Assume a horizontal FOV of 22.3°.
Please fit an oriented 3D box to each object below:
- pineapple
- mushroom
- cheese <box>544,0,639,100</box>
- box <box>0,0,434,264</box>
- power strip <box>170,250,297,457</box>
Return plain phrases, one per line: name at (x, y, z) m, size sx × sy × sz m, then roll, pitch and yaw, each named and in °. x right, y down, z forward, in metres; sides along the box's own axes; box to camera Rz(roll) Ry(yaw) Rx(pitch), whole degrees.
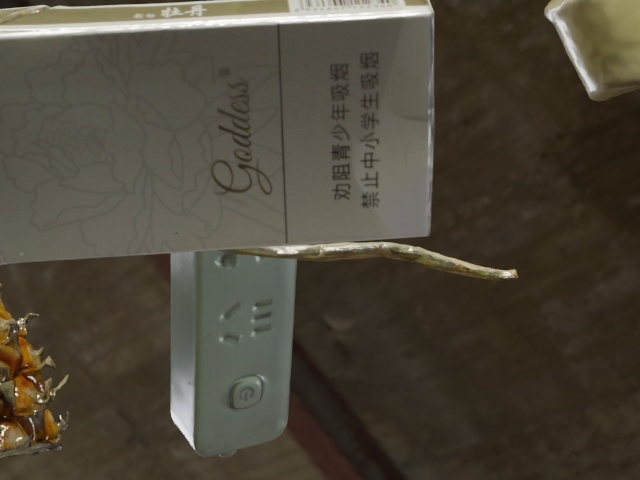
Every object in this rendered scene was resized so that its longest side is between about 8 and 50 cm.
pineapple at (-0.410, 0.098, 1.686) m, size 0.209 × 0.344 × 0.286 m, roll -23°, pitch -103°, yaw 41°
mushroom at (-0.001, 0.005, 1.121) m, size 0.286 × 0.026 × 0.028 m, roll 12°, pitch -54°, yaw -9°
cheese at (0.376, -0.253, 1.422) m, size 0.384 × 0.384 × 0.104 m, roll -20°, pitch -80°, yaw 46°
box at (-0.052, -0.046, 0.672) m, size 0.198 × 0.029 × 0.109 m, roll -3°, pitch -58°, yaw -3°
power strip at (-0.066, 0.017, 1.262) m, size 0.062 × 0.091 × 0.385 m, roll 47°, pitch -38°, yaw 48°
